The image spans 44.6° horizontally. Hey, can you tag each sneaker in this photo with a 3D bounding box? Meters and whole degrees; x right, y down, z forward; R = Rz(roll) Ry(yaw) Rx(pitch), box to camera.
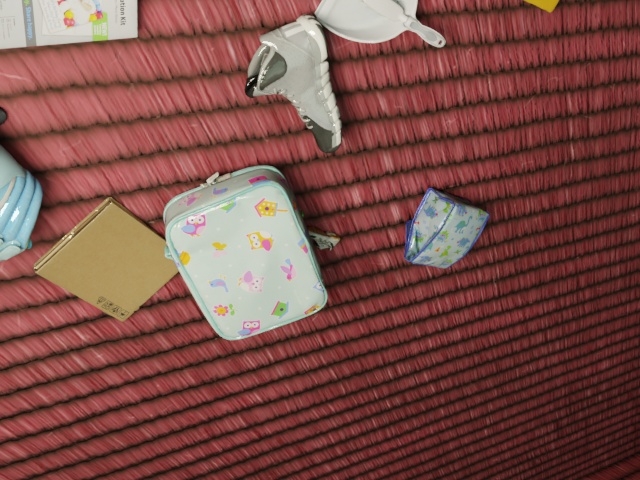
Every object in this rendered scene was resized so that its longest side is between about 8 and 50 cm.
[{"bbox_3d":[0.000,0.000,1.451,0.083,0.032,0.037,17,115,-42],"label":"sneaker"},{"bbox_3d":[-0.049,-0.223,1.193,0.132,0.086,0.228,-21,126,-12],"label":"sneaker"},{"bbox_3d":[-0.507,-0.005,1.025,0.319,0.127,0.208,-34,143,5],"label":"sneaker"}]

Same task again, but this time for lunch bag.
[{"bbox_3d":[0.244,-0.016,1.560,0.129,0.096,0.151,11,109,-41],"label":"lunch bag"},{"bbox_3d":[-0.127,0.020,1.277,0.224,0.108,0.279,-20,121,3],"label":"lunch bag"}]

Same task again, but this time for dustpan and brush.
[{"bbox_3d":[0.113,-0.351,1.197,0.211,0.060,0.147,17,115,-43],"label":"dustpan and brush"}]

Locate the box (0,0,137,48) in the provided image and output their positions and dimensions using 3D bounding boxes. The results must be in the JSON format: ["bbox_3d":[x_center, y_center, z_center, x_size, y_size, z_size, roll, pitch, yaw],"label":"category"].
[{"bbox_3d":[-0.318,-0.312,0.947,0.186,0.038,0.145,-13,133,-27],"label":"box"}]

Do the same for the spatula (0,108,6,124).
[{"bbox_3d":[-0.511,-0.194,0.921,0.296,0.030,0.084,24,112,-45],"label":"spatula"}]

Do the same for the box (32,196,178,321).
[{"bbox_3d":[-0.330,0.036,1.260,0.164,0.021,0.201,-42,138,4],"label":"box"}]

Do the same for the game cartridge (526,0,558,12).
[{"bbox_3d":[0.348,-0.546,1.204,0.285,0.052,0.323,8,119,-39],"label":"game cartridge"}]

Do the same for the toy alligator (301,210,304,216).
[{"bbox_3d":[-0.101,0.011,1.380,0.051,0.056,0.189,37,106,-5],"label":"toy alligator"}]
